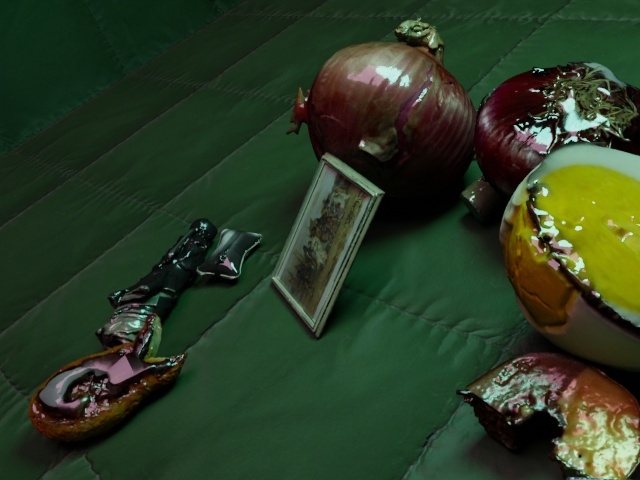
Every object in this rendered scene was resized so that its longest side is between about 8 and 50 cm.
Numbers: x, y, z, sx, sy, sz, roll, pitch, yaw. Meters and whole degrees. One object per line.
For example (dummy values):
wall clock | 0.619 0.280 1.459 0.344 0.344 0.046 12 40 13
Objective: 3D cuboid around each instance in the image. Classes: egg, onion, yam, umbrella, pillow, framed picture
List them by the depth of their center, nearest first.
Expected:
egg | 0.382 0.047 0.901 0.336 0.201 0.337 7 53 -9
onion | 0.398 -0.153 1.121 0.313 0.232 0.314 -2 47 2
framed picture | 0.000 0.000 1.195 0.217 0.017 0.275 41 113 55
yam | 0.331 -0.101 1.245 0.179 0.078 0.078 -37 37 -14
onion | 0.118 -0.220 1.310 0.353 0.354 0.354 -15 35 11
umbrella | -0.312 0.072 1.357 0.113 0.106 0.358 -4 39 31
pillow | -0.182 0.027 1.388 0.091 0.055 0.136 -16 31 35

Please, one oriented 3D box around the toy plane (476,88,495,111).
toy plane | 0.387 -0.251 1.390 0.181 0.107 0.273 -1 36 21

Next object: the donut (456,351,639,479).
donut | 0.292 0.222 0.825 0.141 0.085 0.217 -34 37 -16

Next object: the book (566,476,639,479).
book | 0.390 0.334 0.608 0.322 0.018 0.229 -6 59 23

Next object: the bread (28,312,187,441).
bread | -0.355 0.244 1.166 0.268 0.095 0.139 -29 62 -18
